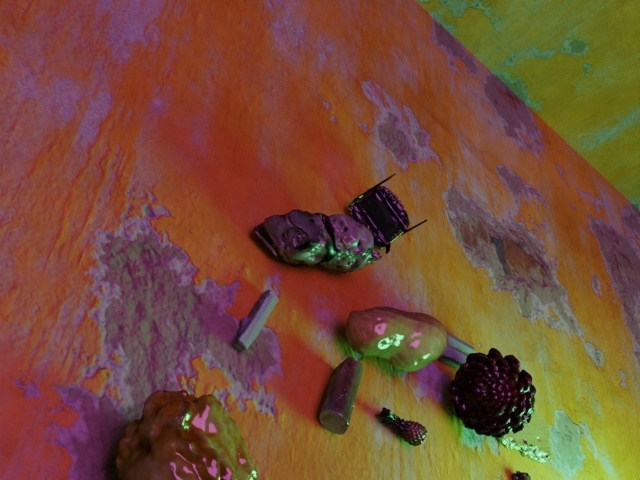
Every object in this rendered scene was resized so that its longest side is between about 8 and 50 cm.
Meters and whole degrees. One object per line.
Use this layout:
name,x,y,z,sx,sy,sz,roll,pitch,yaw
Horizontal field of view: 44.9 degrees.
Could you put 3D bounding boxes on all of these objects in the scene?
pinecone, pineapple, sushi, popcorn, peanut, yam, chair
pinecone,0.440,0.399,1.961,0.221,0.221,0.222,30,43,-32
pineapple,0.186,0.417,1.768,0.124,0.058,0.058,41,38,-17
sushi,0.000,0.000,1.823,0.332,0.130,0.124,11,54,-44
popcorn,-0.205,0.386,1.236,0.225,0.173,0.286,30,37,-42
peanut,0.189,0.236,1.849,0.318,0.147,0.148,15,51,-41
yam,0.046,0.329,1.667,0.068,0.068,0.169,42,37,-18
chair,0.170,-0.070,2.066,0.159,0.172,0.247,54,-8,-2

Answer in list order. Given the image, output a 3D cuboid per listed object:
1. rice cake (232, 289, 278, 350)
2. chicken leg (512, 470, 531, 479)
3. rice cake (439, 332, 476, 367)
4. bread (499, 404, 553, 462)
rice cake,-0.136,0.162,1.619,0.042,0.030,0.180,51,35,-15
chicken leg,0.546,0.683,1.959,0.125,0.080,0.196,28,41,-14
rice cake,0.335,0.284,2.061,0.226,0.040,0.085,29,43,-32
bread,0.552,0.503,2.139,0.250,0.039,0.182,30,42,-31
